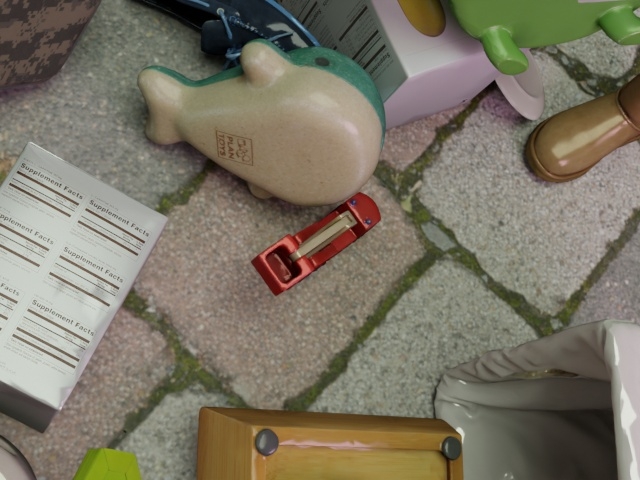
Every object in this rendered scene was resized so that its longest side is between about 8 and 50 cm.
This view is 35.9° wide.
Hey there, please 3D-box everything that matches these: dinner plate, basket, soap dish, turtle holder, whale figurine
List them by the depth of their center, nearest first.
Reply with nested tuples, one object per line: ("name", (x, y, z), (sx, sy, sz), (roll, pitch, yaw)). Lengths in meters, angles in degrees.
("soap dish", (0.019, 0.288, 1.001), (0.290, 0.118, 0.229), (8, 74, -25))
("turtle holder", (0.206, -0.318, 1.015), (0.320, 0.243, 0.228), (-22, 62, 11))
("basket", (0.310, 0.274, 1.018), (0.266, 0.328, 0.332), (7, 71, -22))
("whale figurine", (-0.060, -0.143, 1.091), (0.271, 0.216, 0.141), (11, 49, 11))
("dinner plate", (0.255, -0.223, 1.278), (0.141, 0.017, 0.141), (28, 49, -38))

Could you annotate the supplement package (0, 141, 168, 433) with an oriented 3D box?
("supplement package", (-0.272, 0.052, 0.945), (0.149, 0.194, 0.203), (30, 66, -10))

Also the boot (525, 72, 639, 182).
("boot", (0.402, -0.185, 1.216), (0.236, 0.269, 0.089), (-29, 83, -25))

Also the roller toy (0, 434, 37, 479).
("roller toy", (-0.345, 0.254, 0.884), (0.209, 0.146, 0.191), (-22, 90, -16))

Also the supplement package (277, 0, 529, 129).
("supplement package", (0.088, -0.291, 1.176), (0.199, 0.198, 0.263), (-21, 82, -25))

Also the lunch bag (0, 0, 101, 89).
("lunch bag", (-0.390, -0.295, 0.959), (0.256, 0.213, 0.305), (42, 29, 12))

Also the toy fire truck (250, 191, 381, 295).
("toy fire truck", (0.000, 0.000, 1.090), (0.192, 0.135, 0.047), (-35, 88, -25))

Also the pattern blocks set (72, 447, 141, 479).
("pattern blocks set", (-0.203, 0.329, 0.872), (0.325, 0.026, 0.286), (38, 52, -51))

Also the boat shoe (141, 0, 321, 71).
("boat shoe", (-0.114, -0.249, 1.160), (0.258, 0.109, 0.089), (32, 72, 10))
